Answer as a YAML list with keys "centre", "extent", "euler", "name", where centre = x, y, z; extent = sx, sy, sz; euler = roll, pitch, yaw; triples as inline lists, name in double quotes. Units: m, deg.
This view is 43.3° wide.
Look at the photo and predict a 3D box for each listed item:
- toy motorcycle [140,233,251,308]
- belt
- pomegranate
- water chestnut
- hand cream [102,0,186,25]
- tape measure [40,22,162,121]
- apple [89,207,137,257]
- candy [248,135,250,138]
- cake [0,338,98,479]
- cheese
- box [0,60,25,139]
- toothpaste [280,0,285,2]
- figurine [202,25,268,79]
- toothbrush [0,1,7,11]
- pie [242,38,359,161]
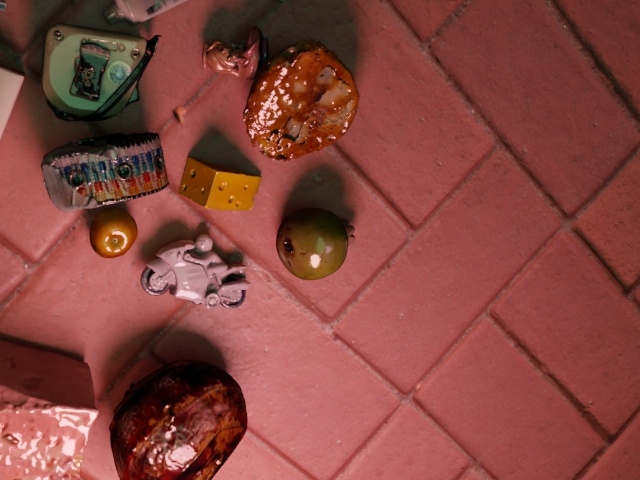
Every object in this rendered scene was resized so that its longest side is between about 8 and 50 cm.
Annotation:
- centre: [-0.284, 0.067, 1.880]
  extent: [0.260, 0.110, 0.171]
  euler: [13, 87, -27]
  name: "toy motorcycle"
- centre: [-0.455, -0.146, 1.706]
  extent: [0.257, 0.207, 0.150]
  euler: [-15, 106, -23]
  name: "belt"
- centre: [0.002, 0.002, 1.920]
  extent: [0.210, 0.179, 0.179]
  euler: [-15, 108, -16]
  name: "pomegranate"
- centre: [-0.349, 0.422, 1.857]
  extent: [0.350, 0.302, 0.350]
  euler: [-39, 149, -29]
  name: "water chestnut"
- centre: [-0.318, -0.559, 1.733]
  extent: [0.340, 0.077, 0.124]
  euler: [-36, 112, -16]
  name: "hand cream"
- centre: [-0.465, -0.348, 1.701]
  extent: [0.235, 0.115, 0.207]
  euler: [5, 100, -20]
  name: "tape measure"
- centre: [-0.463, -0.016, 1.791]
  extent: [0.099, 0.102, 0.114]
  euler: [42, 88, -25]
  name: "apple"
- centre: [-0.106, -0.319, 1.875]
  extent: [0.060, 0.060, 0.201]
  euler: [35, 98, -23]
  name: "candy"
- centre: [-0.657, 0.412, 1.735]
  extent: [0.314, 0.293, 0.307]
  euler: [18, 99, -29]
  name: "cake"
- centre: [-0.217, -0.123, 1.872]
  extent: [0.171, 0.126, 0.093]
  euler: [7, 103, -42]
  name: "cheese"
- centre: [-0.741, -0.264, 1.633]
  extent: [0.203, 0.106, 0.252]
  euler: [21, 97, -24]
  name: "box"
- centre: [-0.058, -0.638, 1.813]
  extent: [0.049, 0.031, 0.204]
  euler: [24, 97, -23]
  name: "toothpaste"
- centre: [-0.180, -0.406, 1.787]
  extent: [0.157, 0.126, 0.114]
  euler: [-16, 65, -16]
  name: "figurine"
- centre: [-0.739, -0.490, 1.621]
  extent: [0.204, 0.017, 0.022]
  euler: [5, 83, -21]
  name: "toothbrush"
- centre: [-0.038, -0.310, 1.830]
  extent: [0.308, 0.085, 0.308]
  euler: [-20, 137, -20]
  name: "pie"
